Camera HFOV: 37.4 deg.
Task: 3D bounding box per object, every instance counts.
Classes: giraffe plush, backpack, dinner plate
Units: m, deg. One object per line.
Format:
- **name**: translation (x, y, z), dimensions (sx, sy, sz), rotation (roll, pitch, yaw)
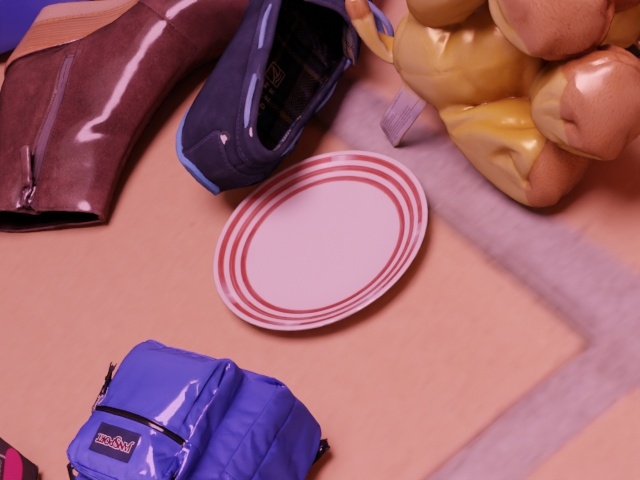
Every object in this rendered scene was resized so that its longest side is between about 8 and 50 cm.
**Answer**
- **giraffe plush**: translation (0.138, -0.134, 0.561), dimensions (0.170, 0.181, 0.210), rotation (-34, 9, -20)
- **backpack**: translation (-0.074, 0.116, 0.459), dimensions (0.097, 0.101, 0.120), rotation (5, 57, 38)
- **dinner plate**: translation (0.000, 0.000, 0.585), dimensions (0.141, 0.017, 0.141), rotation (-14, 45, 14)

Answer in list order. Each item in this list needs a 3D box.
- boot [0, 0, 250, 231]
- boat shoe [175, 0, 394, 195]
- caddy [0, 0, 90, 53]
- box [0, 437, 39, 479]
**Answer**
- **boot**: translation (-0.140, -0.104, 0.723), dimensions (0.248, 0.090, 0.207), rotation (-5, 61, 21)
- **boat shoe**: translation (-0.001, -0.137, 0.653), dimensions (0.089, 0.109, 0.258), rotation (-10, 53, 50)
- **caddy**: translation (-0.342, -0.306, 0.885), dimensions (0.341, 0.179, 0.241), rotation (-11, 51, 29)
- **box**: translation (-0.299, 0.189, 0.471), dimensions (0.270, 0.143, 0.165), rotation (-18, 47, 10)
